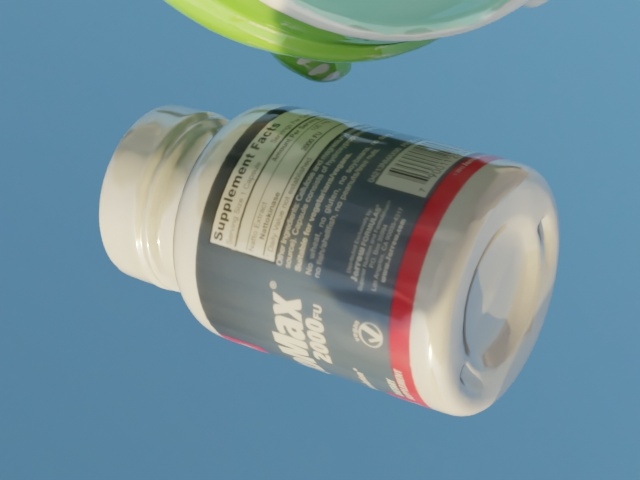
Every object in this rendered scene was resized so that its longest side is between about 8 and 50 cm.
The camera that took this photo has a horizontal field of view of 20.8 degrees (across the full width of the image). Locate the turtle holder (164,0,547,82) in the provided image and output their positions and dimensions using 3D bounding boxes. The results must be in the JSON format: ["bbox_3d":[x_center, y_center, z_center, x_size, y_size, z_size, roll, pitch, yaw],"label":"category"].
[{"bbox_3d":[0.002,-0.220,0.646,0.320,0.227,0.243,51,-119,-17],"label":"turtle holder"}]

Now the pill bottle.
[{"bbox_3d":[0.000,0.000,0.744,0.180,0.108,0.108,16,-135,30],"label":"pill bottle"}]
